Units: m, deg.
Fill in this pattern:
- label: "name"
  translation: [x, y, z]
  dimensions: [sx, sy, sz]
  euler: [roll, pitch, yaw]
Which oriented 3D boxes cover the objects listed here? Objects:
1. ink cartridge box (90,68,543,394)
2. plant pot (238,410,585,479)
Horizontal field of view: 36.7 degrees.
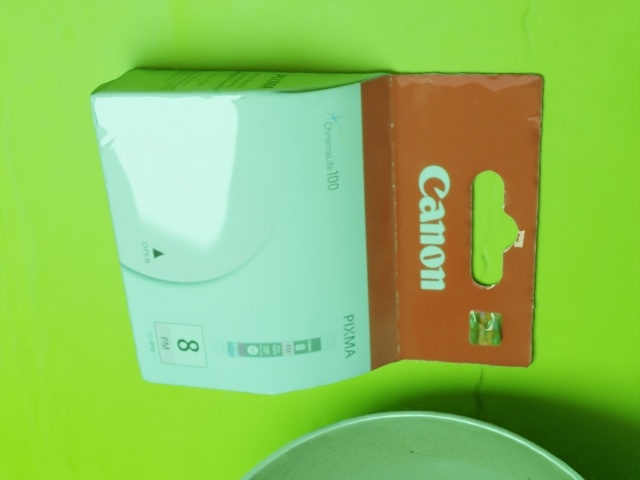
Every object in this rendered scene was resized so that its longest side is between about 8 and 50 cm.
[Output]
- label: "ink cartridge box"
  translation: [0.000, 0.000, 0.540]
  dimensions: [0.232, 0.066, 0.189]
  euler: [5, 119, 17]
- label: "plant pot"
  translation: [0.065, 0.267, 0.569]
  dimensions: [0.284, 0.284, 0.191]
  euler: [-5, 149, 17]
